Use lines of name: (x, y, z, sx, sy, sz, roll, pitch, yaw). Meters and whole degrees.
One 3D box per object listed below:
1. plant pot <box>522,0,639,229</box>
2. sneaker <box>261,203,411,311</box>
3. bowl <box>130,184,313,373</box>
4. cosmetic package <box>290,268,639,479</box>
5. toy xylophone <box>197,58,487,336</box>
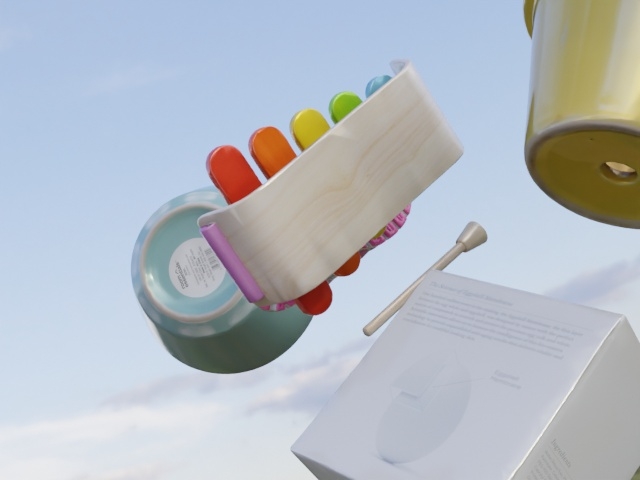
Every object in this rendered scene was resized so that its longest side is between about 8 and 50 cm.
plant pot: (0.288, -0.150, 0.943, 0.254, 0.239, 0.254, 19, -23, 8)
sneaker: (0.000, 0.000, 1.325, 0.252, 0.103, 0.111, -34, -4, -18)
bowl: (-0.164, 0.043, 1.640, 0.311, 0.311, 0.163, -20, -15, 9)
cosmetic package: (0.140, 0.164, 0.931, 0.224, 0.138, 0.224, 14, 58, 50)
toy xylophone: (0.038, -0.041, 1.120, 0.323, 0.236, 0.081, -33, 14, -25)
